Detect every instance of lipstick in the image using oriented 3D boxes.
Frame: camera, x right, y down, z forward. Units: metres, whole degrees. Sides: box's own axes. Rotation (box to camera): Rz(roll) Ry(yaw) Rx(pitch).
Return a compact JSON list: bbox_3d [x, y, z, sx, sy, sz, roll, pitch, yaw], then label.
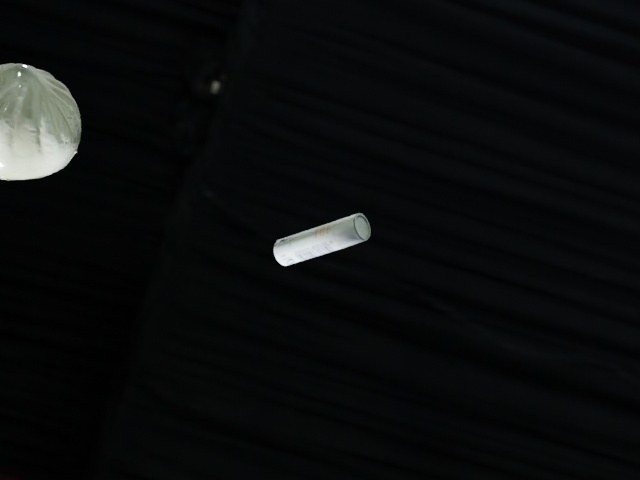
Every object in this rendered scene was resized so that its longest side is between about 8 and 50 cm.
[{"bbox_3d":[0.000,0.000,2.134,0.141,0.040,0.040,-19,44,32],"label":"lipstick"}]

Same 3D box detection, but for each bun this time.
[{"bbox_3d":[-0.297,-0.130,1.521,0.138,0.138,0.094,-84,9,-51],"label":"bun"}]
